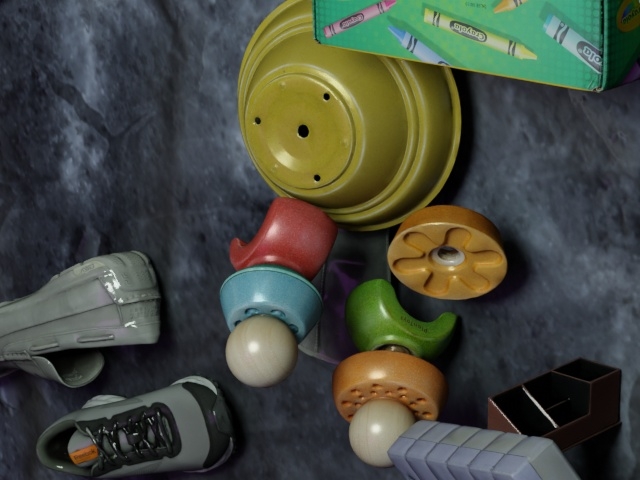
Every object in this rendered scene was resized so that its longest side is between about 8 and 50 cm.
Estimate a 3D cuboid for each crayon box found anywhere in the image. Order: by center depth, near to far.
[{"bbox_3d":[0.149,-0.186,1.463,0.278,0.165,0.081,15,115,40],"label":"crayon box"}]

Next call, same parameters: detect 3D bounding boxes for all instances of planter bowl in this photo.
[{"bbox_3d":[0.003,-0.101,1.614,0.217,0.090,0.217,9,110,26],"label":"planter bowl"}]

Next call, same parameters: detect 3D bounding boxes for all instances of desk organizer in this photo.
[{"bbox_3d":[0.193,0.140,1.566,0.047,0.130,0.050,15,113,40],"label":"desk organizer"}]

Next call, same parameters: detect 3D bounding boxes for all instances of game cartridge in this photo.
[{"bbox_3d":[0.211,0.299,1.522,0.355,0.068,0.230,54,165,-13],"label":"game cartridge"}]

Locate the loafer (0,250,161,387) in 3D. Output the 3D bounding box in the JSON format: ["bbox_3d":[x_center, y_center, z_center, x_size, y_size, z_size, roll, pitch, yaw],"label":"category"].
[{"bbox_3d":[-0.284,0.107,2.026,0.319,0.112,0.111,-26,78,45],"label":"loafer"}]

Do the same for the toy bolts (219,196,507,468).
[{"bbox_3d":[0.031,0.070,1.589,0.228,0.158,0.218,23,139,-16],"label":"toy bolts"}]

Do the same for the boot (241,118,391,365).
[{"bbox_3d":[-0.002,0.000,1.753,0.189,0.076,0.208,27,128,34],"label":"boot"}]

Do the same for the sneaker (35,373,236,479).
[{"bbox_3d":[-0.190,0.207,1.976,0.271,0.108,0.100,-15,92,44],"label":"sneaker"}]
